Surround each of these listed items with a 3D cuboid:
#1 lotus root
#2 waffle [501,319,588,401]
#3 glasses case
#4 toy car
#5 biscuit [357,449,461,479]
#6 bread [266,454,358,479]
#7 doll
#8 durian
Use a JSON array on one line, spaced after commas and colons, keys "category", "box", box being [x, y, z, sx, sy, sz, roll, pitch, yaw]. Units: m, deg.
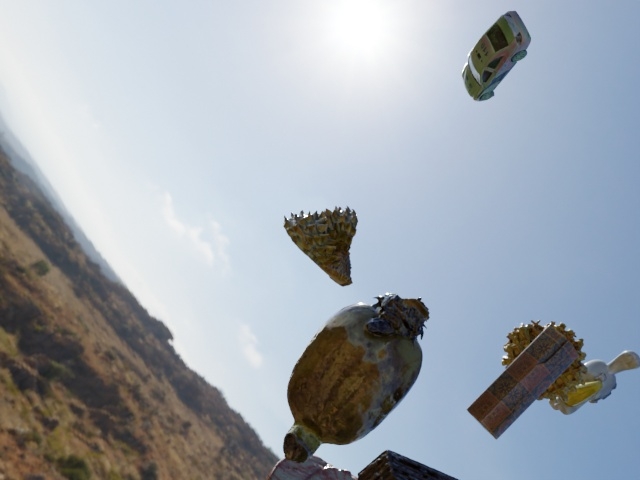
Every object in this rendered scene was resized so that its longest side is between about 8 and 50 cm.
[{"category": "lotus root", "box": [0.047, 0.209, 0.984, 0.169, 0.314, 0.141, 40, -6, 20]}, {"category": "waffle", "box": [0.524, 0.284, 1.497, 0.193, 0.070, 0.197, -3, -81, 32]}, {"category": "glasses case", "box": [0.371, 0.261, 1.159, 0.075, 0.218, 0.049, 47, -4, -36]}, {"category": "toy car", "box": [0.366, -0.391, 1.375, 0.224, 0.076, 0.090, 123, -49, -60]}, {"category": "biscuit", "box": [0.200, 0.521, 1.307, 0.252, 0.106, 0.070, 30, 27, -24]}, {"category": "bread", "box": [0.002, 0.670, 1.519, 0.328, 0.295, 0.114, 29, -65, 10]}, {"category": "doll", "box": [0.785, 0.418, 1.849, 0.111, 0.252, 0.237, 57, -9, 18]}, {"category": "durian", "box": [-0.009, -0.008, 1.639, 0.185, 0.196, 0.305, -61, -167, 21]}]
